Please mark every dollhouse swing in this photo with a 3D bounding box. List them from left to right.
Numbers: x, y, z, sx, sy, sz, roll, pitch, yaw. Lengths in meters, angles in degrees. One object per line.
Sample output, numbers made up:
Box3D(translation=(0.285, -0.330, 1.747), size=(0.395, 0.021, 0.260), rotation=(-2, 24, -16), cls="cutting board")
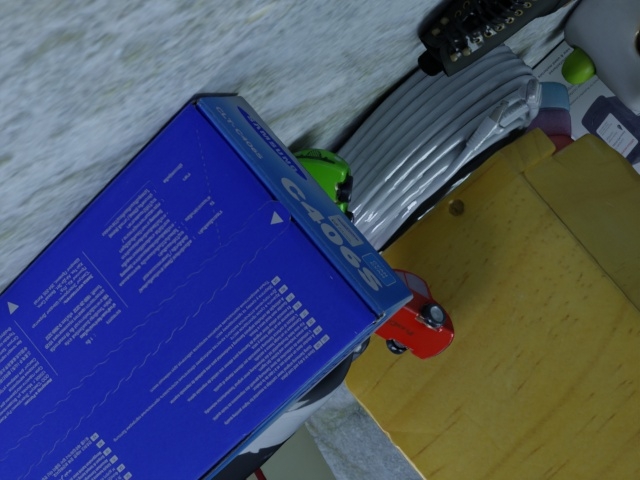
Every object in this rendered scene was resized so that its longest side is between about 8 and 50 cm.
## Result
Box3D(translation=(0.237, 0.099, 1.355), size=(0.315, 0.347, 0.305), rotation=(-42, 174, 12), cls="dollhouse swing")

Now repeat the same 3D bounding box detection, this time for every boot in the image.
Box3D(translation=(0.134, -0.174, 1.009), size=(0.137, 0.077, 0.198), rotation=(-36, 171, 0), cls="boot")

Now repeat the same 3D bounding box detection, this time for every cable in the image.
Box3D(translation=(0.088, -0.076, 1.270), size=(0.257, 0.089, 0.257), rotation=(-41, 173, 10), cls="cable")

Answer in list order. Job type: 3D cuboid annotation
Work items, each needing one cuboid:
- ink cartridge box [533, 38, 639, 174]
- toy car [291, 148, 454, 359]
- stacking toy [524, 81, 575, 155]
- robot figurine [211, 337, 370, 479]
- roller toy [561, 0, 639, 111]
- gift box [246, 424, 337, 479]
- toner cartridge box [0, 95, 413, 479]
Box3D(translation=(0.375, -0.144, 1.729), size=(0.100, 0.237, 0.172), rotation=(-43, 172, 17), cls="ink cartridge box")
Box3D(translation=(0.000, 0.000, 1.157), size=(0.225, 0.239, 0.053), rotation=(91, 9, -48), cls="toy car")
Box3D(translation=(0.157, -0.098, 1.612), size=(0.279, 0.130, 0.309), rotation=(-15, 170, 3), cls="stacking toy")
Box3D(translation=(-0.086, 0.082, 1.005), size=(0.278, 0.209, 0.173), rotation=(-49, -169, 42), cls="robot figurine")
Box3D(translation=(0.381, -0.242, 1.539), size=(0.191, 0.146, 0.209), rotation=(-37, 171, -28), cls="roller toy")
Box3D(translation=(-0.161, 0.271, 1.430), size=(0.276, 0.258, 0.255), rotation=(-21, -169, 44), cls="gift box")
Box3D(translation=(-0.126, 0.089, 0.852), size=(0.348, 0.165, 0.075), rotation=(-43, 173, 18), cls="toner cartridge box")
